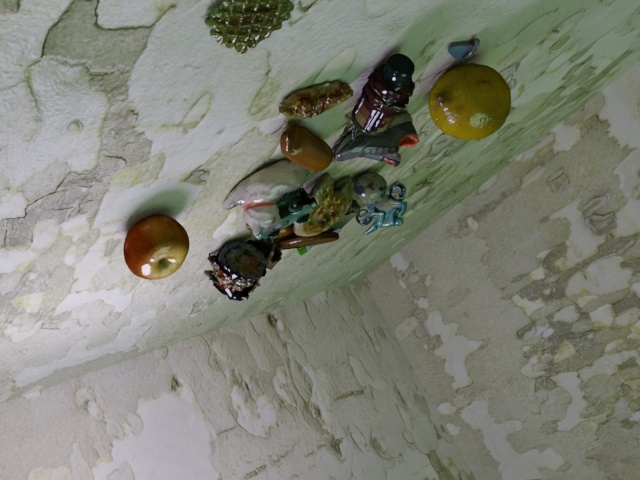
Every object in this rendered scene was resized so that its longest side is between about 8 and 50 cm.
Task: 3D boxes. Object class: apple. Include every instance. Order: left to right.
[{"bbox_3d":[-0.534,0.015,1.770,0.235,0.173,0.210,-47,154,26],"label":"apple"}]

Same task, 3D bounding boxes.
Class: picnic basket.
[{"bbox_3d":[-0.235,0.045,2.447,0.138,0.128,0.178,15,137,-25],"label":"picnic basket"}]

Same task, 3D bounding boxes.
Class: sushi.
[{"bbox_3d":[-0.354,0.131,2.332,0.225,0.238,0.218,-24,149,-43],"label":"sushi"}]

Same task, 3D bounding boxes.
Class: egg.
[{"bbox_3d":[0.220,-0.226,2.364,0.141,0.141,0.182,-39,171,34],"label":"egg"}]

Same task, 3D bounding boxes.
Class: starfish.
[{"bbox_3d":[0.129,-0.391,1.854,0.130,0.041,0.133,-10,156,-18],"label":"starfish"}]

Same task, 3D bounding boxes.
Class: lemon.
[{"bbox_3d":[0.508,-0.474,1.874,0.310,0.258,0.258,-8,155,-32],"label":"lemon"}]

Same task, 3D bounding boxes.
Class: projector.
[{"bbox_3d":[0.053,-0.108,2.547,0.193,0.088,0.269,-42,160,32],"label":"projector"}]

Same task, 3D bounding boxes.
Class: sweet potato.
[{"bbox_3d":[-0.165,-0.066,2.266,0.359,0.112,0.112,-18,161,-39],"label":"sweet potato"}]

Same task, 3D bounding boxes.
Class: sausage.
[{"bbox_3d":[-0.056,-0.296,1.730,0.112,0.112,0.328,-33,163,16],"label":"sausage"}]

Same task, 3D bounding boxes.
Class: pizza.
[{"bbox_3d":[-0.010,-0.396,1.576,0.246,0.058,0.127,-20,162,-36],"label":"pizza"}]

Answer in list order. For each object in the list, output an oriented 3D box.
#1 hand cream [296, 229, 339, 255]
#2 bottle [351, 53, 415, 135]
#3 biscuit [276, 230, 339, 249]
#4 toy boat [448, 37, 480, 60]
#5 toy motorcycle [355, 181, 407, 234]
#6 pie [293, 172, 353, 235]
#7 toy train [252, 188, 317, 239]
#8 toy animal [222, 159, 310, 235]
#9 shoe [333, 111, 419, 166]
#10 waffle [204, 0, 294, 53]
[{"bbox_3d":[-0.001,-0.001,2.894,0.275,0.050,0.079,-27,-168,-24],"label":"hand cream"},{"bbox_3d":[0.203,-0.441,1.654,0.156,0.143,0.271,-21,162,-28],"label":"bottle"},{"bbox_3d":[-0.067,0.001,2.589,0.318,0.040,0.318,-10,176,-1],"label":"biscuit"},{"bbox_3d":[0.442,-0.613,1.750,0.122,0.034,0.096,-10,157,-28],"label":"toy boat"},{"bbox_3d":[0.323,-0.141,2.714,0.296,0.198,0.109,-32,169,16],"label":"toy motorcycle"},{"bbox_3d":[0.013,-0.138,2.262,0.337,0.075,0.337,-36,150,-25],"label":"pie"},{"bbox_3d":[-0.145,-0.110,2.048,0.269,0.154,0.115,-31,143,7],"label":"toy train"},{"bbox_3d":[-0.142,-0.157,1.902,0.308,0.188,0.266,-13,149,-36],"label":"toy animal"},{"bbox_3d":[0.216,-0.328,1.974,0.336,0.171,0.132,-25,165,-14],"label":"shoe"},{"bbox_3d":[-0.146,-0.471,1.144,0.183,0.036,0.169,-34,162,17],"label":"waffle"}]
